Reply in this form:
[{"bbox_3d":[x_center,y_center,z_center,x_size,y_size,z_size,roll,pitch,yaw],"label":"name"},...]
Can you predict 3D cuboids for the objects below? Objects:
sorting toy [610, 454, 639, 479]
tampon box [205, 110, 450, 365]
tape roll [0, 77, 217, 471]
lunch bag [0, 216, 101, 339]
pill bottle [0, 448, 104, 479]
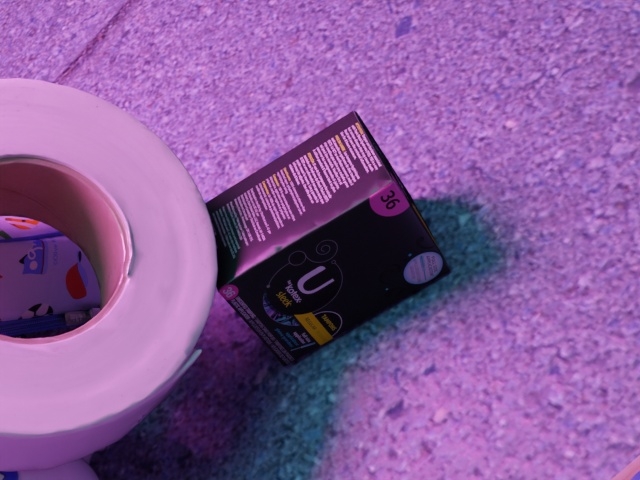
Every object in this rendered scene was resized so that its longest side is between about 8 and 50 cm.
[{"bbox_3d":[0.198,0.205,0.789,0.274,0.046,0.132,-40,44,-2],"label":"sorting toy"},{"bbox_3d":[0.000,0.000,1.028,0.161,0.120,0.101,-31,44,7],"label":"tampon box"},{"bbox_3d":[-0.223,0.025,0.948,0.100,0.286,0.286,128,162,-58],"label":"tape roll"},{"bbox_3d":[-0.318,0.017,1.156,0.303,0.243,0.115,12,101,36],"label":"lunch bag"},{"bbox_3d":[-0.265,0.224,0.991,0.152,0.152,0.272,8,59,36],"label":"pill bottle"}]
